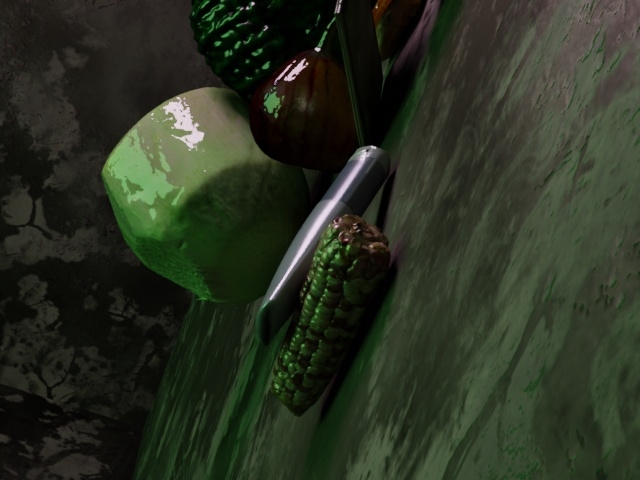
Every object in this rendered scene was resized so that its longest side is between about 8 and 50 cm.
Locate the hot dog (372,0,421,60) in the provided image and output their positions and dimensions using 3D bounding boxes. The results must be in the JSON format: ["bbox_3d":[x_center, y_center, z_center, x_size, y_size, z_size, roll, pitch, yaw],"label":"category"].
[{"bbox_3d":[0.094,-0.292,1.662,0.165,0.045,0.071,123,166,-59],"label":"hot dog"}]

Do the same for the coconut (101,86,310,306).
[{"bbox_3d":[-0.169,-0.073,1.934,0.281,0.328,0.328,-48,14,13],"label":"coconut"}]

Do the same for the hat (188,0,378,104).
[{"bbox_3d":[0.000,-0.324,1.836,0.332,0.274,0.242,-25,50,38],"label":"hat"}]

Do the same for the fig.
[{"bbox_3d":[-0.019,-0.171,1.648,0.149,0.202,0.148,-33,24,-33],"label":"fig"}]

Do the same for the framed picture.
[{"bbox_3d":[0.049,-0.230,1.572,0.173,0.010,0.231,-79,-17,-44],"label":"framed picture"}]

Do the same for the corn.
[{"bbox_3d":[0.005,0.081,1.317,0.079,0.080,0.237,-85,15,-59],"label":"corn"}]

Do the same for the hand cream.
[{"bbox_3d":[0.000,0.000,1.377,0.255,0.048,0.079,-58,-19,-33],"label":"hand cream"}]
